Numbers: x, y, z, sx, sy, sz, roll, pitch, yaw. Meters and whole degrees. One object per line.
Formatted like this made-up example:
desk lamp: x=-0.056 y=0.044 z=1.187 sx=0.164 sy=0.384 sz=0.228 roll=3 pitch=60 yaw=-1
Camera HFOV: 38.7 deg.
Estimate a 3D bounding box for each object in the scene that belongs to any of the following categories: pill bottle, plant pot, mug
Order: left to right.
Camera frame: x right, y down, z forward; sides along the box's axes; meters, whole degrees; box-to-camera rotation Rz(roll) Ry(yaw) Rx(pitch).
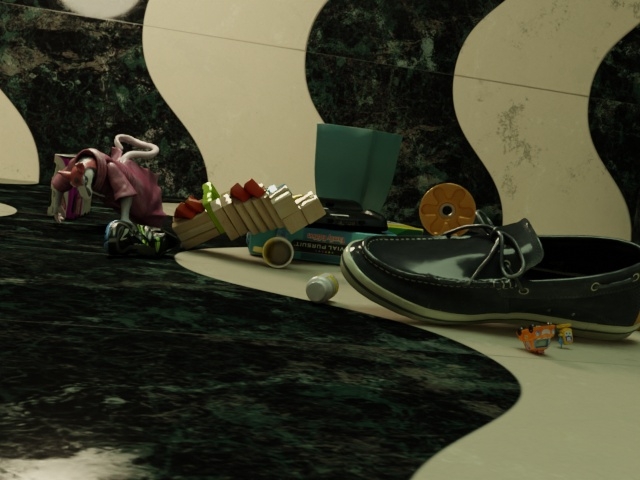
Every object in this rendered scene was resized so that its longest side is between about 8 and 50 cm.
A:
mug: x=-0.090 y=0.021 z=1.847 sx=0.078 sy=0.062 sz=0.064 roll=40 pitch=-2 yaw=2
pill bottle: x=0.001 y=0.076 z=1.448 sx=0.043 sy=0.043 sz=0.083 roll=8 pitch=5 yaw=12
plant pot: x=0.082 y=-0.163 z=2.280 sx=0.166 sy=0.234 sz=0.165 roll=12 pitch=6 yaw=28

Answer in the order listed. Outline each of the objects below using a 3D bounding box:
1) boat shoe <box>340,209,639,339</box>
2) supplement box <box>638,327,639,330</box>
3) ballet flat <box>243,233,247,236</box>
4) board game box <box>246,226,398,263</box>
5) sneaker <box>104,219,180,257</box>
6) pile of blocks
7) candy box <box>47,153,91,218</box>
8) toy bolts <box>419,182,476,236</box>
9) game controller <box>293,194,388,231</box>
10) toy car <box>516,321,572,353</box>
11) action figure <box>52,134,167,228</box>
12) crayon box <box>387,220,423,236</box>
boat shoe: x=0.280 y=0.040 z=1.419 sx=0.501 sy=0.155 sz=0.186 roll=8 pitch=32 yaw=-7
supplement box: x=0.529 y=0.079 z=1.699 sx=0.191 sy=0.129 sz=0.194 roll=9 pitch=5 yaw=26
ballet flat: x=-0.133 y=-0.031 z=2.345 sx=0.068 sy=0.072 sz=0.213 roll=9 pitch=2 yaw=-43
board game box: x=0.000 y=0.000 z=2.123 sx=0.336 sy=0.079 sz=0.254 roll=7 pitch=5 yaw=-7
sneaker: x=-0.336 y=-0.002 z=1.720 sx=0.078 sy=0.067 sz=0.188 roll=3 pitch=-1 yaw=30
pile of blocks: x=-0.163 y=-0.086 z=1.883 sx=0.362 sy=0.112 sz=0.149 roll=-7 pitch=40 yaw=27
candy box: x=-0.644 y=-0.144 z=2.368 sx=0.071 sy=0.159 sz=0.233 roll=8 pitch=4 yaw=-5
toy bolts: x=0.188 y=0.022 z=1.596 sx=0.229 sy=0.218 sz=0.158 roll=-10 pitch=9 yaw=7
game controller: x=0.004 y=-0.055 z=2.043 sx=0.319 sy=0.067 sz=0.166 roll=2 pitch=22 yaw=-42
toy car: x=0.327 y=0.135 z=1.266 sx=0.122 sy=0.040 sz=0.060 roll=1 pitch=-13 yaw=-35
action figure: x=-0.478 y=-0.144 z=2.124 sx=0.248 sy=0.275 sz=0.370 roll=15 pitch=-7 yaw=15
crayon box: x=0.087 y=-0.018 z=2.447 sx=0.319 sy=0.081 sz=0.202 roll=6 pitch=6 yaw=-26
